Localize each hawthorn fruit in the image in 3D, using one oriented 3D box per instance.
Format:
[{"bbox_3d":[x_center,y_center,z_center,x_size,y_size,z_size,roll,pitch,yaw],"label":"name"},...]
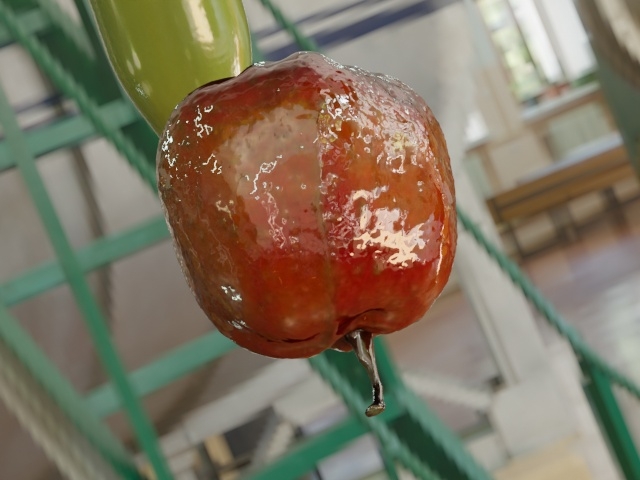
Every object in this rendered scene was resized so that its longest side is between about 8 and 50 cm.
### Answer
[{"bbox_3d":[0.000,0.000,1.020,0.157,0.194,0.157,-17,-7,-2],"label":"hawthorn fruit"}]

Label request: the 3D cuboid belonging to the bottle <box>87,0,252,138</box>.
[{"bbox_3d":[-0.111,-0.162,1.459,0.112,0.260,0.112,-14,24,6],"label":"bottle"}]
